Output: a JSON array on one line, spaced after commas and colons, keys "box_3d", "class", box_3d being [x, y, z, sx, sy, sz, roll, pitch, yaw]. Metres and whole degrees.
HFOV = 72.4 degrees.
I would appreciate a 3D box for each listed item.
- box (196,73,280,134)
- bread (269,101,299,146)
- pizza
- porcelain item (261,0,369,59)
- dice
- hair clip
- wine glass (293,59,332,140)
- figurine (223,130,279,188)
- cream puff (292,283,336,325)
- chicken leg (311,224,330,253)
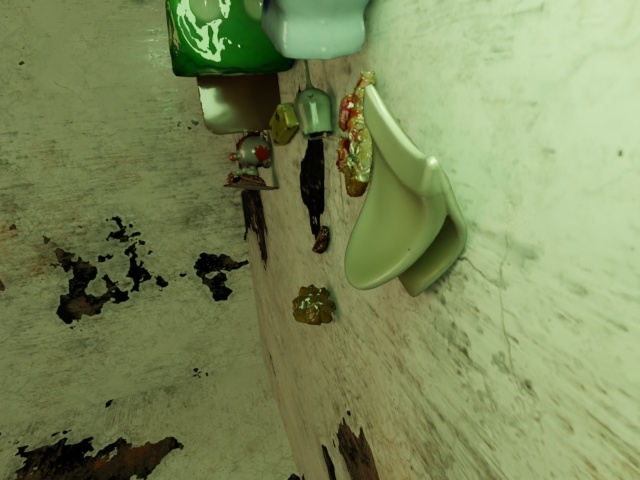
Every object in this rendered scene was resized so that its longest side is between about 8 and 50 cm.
[{"box_3d": [-0.272, -0.521, 1.391, 0.229, 0.239, 0.340, -133, 35, -69], "class": "box"}, {"box_3d": [-0.101, -0.331, 1.230, 0.226, 0.049, 0.088, 167, 93, -75], "class": "bread"}, {"box_3d": [0.052, -0.165, 0.690, 0.201, 0.053, 0.193, -81, -5, -85], "class": "pizza"}, {"box_3d": [-0.007, -0.456, 0.540, 0.243, 0.178, 0.405, -117, 19, -45], "class": "porcelain item"}, {"box_3d": [-0.231, -0.557, 1.083, 0.297, 0.299, 0.287, -131, 36, -64], "class": "dice"}, {"box_3d": [0.107, -0.029, 0.559, 0.173, 0.113, 0.282, -115, 26, -43], "class": "hair clip"}, {"box_3d": [-0.021, -0.307, 0.889, 0.079, 0.079, 0.196, 173, 89, -75], "class": "wine glass"}, {"box_3d": [-0.254, -0.308, 1.626, 0.160, 0.183, 0.226, -171, 84, -65], "class": "figurine"}, {"box_3d": [-0.019, 0.168, 1.130, 0.122, 0.116, 0.094, 58, 171, 19], "class": "cream puff"}, {"box_3d": [-0.001, 0.004, 1.102, 0.145, 0.037, 0.062, 109, 170, -60], "class": "chicken leg"}]
